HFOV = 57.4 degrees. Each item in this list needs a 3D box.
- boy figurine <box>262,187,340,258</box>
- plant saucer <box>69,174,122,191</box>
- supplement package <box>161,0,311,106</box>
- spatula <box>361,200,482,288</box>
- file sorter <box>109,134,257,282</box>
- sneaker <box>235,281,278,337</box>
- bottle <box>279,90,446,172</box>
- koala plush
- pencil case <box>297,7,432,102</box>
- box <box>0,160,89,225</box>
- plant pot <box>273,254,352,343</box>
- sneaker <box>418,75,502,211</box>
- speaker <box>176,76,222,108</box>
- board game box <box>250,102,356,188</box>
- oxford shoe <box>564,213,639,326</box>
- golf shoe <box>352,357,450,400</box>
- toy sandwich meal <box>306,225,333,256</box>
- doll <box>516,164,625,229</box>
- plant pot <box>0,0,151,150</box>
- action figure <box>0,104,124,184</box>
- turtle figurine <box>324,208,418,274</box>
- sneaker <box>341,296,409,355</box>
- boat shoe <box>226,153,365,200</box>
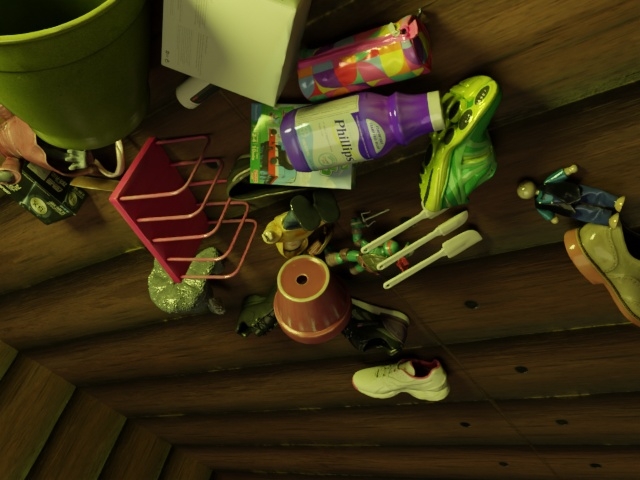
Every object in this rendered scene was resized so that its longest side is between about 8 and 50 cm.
[{"bbox_3d":[-0.056,-0.029,1.333,0.092,0.177,0.285,64,157,9],"label":"boy figurine"},{"bbox_3d":[-0.519,-0.139,1.423,0.168,0.029,0.168,7,-175,-1],"label":"plant saucer"},{"bbox_3d":[-0.131,-0.364,0.945,0.203,0.149,0.194,20,143,-2],"label":"supplement package"},{"bbox_3d":[0.214,-0.001,1.260,0.242,0.019,0.168,-30,126,7],"label":"spatula"},{"bbox_3d":[-0.290,-0.069,1.340,0.182,0.202,0.290,-2,138,23],"label":"file sorter"},{"bbox_3d":[-0.143,0.211,1.687,0.109,0.130,0.286,38,138,-21],"label":"sneaker"},{"bbox_3d":[0.075,-0.199,1.030,0.283,0.092,0.118,-9,129,17],"label":"bottle"},{"bbox_3d":[-0.374,0.142,1.668,0.196,0.203,0.221,10,154,12],"label":"koala plush"},{"bbox_3d":[0.071,-0.304,0.979,0.236,0.104,0.104,-9,135,31],"label":"pencil case"},{"bbox_3d":[-0.738,-0.137,1.546,0.147,0.077,0.180,-12,133,35],"label":"box"},{"bbox_3d":[-0.027,0.135,1.465,0.201,0.201,0.180,8,150,14],"label":"plant pot"},{"bbox_3d":[0.268,-0.176,1.073,0.123,0.109,0.295,-4,141,-15],"label":"sneaker"},{"bbox_3d":[-0.222,-0.308,1.134,0.136,0.055,0.055,-21,128,40],"label":"speaker"},{"bbox_3d":[-0.034,-0.186,1.144,0.211,0.039,0.160,5,99,16],"label":"board game box"},{"bbox_3d":[0.655,0.075,1.188,0.348,0.123,0.130,34,135,-21],"label":"oxford shoe"},{"bbox_3d":[0.243,0.413,1.807,0.306,0.115,0.140,-3,128,17],"label":"golf shoe"},{"bbox_3d":[0.000,0.000,1.404,0.029,0.085,0.085,33,141,-5],"label":"toy sandwich meal"},{"bbox_3d":[0.472,-0.083,1.114,0.189,0.046,0.129,16,126,23],"label":"doll"},{"bbox_3d":[-0.439,-0.342,0.978,0.366,0.366,0.353,16,154,4],"label":"plant pot"},{"bbox_3d":[-0.668,-0.253,1.342,0.370,0.248,0.276,1,-176,41],"label":"action figure"},{"bbox_3d":[0.123,0.020,1.355,0.175,0.118,0.234,38,145,-23],"label":"turtle figurine"},{"bbox_3d":[0.099,0.238,1.620,0.283,0.124,0.107,11,142,11],"label":"sneaker"},{"bbox_3d":[-0.055,-0.141,1.236,0.335,0.095,0.112,-7,136,30],"label":"boat shoe"}]
